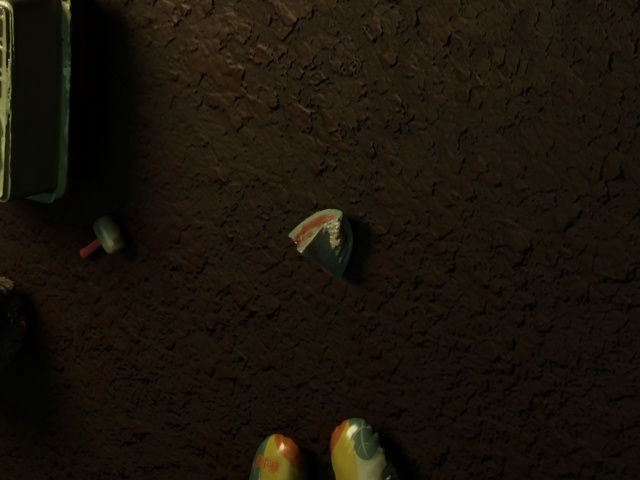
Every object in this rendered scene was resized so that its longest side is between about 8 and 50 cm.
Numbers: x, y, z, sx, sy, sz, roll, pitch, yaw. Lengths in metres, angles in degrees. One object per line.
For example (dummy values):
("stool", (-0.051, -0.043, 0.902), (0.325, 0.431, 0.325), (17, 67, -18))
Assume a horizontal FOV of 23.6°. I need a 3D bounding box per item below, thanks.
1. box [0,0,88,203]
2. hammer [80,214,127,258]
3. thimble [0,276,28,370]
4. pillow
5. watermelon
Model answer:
("box", (-0.402, -0.196, 1.897), (0.220, 0.166, 0.291), (16, 113, 27))
("hammer", (-0.286, 0.003, 1.971), (0.083, 0.031, 0.053), (-33, 82, 41))
("thimble", (-0.479, 0.117, 2.051), (0.117, 0.151, 0.127), (9, 121, 29))
("pillow", (0.007, 0.330, 1.863), (0.233, 0.086, 0.214), (-14, 86, 37))
("watermelon", (0.000, 0.000, 1.769), (0.085, 0.061, 0.085), (18, 122, 32))
